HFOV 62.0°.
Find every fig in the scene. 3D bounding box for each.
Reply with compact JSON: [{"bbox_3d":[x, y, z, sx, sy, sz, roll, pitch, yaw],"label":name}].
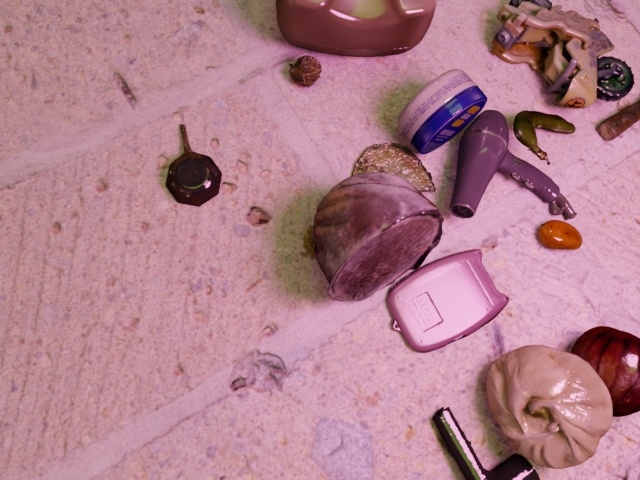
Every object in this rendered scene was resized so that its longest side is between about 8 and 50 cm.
[{"bbox_3d":[0.661,0.328,1.201,0.203,0.186,0.250,26,80,-20],"label":"fig"}]

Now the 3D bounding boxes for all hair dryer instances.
[{"bbox_3d":[0.497,-0.137,1.340,0.361,0.121,0.301,27,66,-8],"label":"hair dryer"},{"bbox_3d":[0.333,0.480,1.162,0.197,0.089,0.251,-28,74,-14],"label":"hair dryer"}]

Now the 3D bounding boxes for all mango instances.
[{"bbox_3d":[0.607,-0.010,1.343,0.114,0.060,0.080,19,59,-1],"label":"mango"}]

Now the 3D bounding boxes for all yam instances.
[{"bbox_3d":[0.876,-0.356,1.479,0.253,0.061,0.061,-32,81,-16],"label":"yam"}]

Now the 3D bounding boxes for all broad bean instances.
[{"bbox_3d":[0.567,-0.283,1.370,0.144,0.049,0.292,43,43,10],"label":"broad bean"}]

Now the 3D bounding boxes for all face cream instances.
[{"bbox_3d":[0.294,-0.316,1.305,0.206,0.206,0.111,-34,81,-15],"label":"face cream"}]

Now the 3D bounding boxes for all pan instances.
[{"bbox_3d":[-0.323,-0.180,1.261,0.128,0.048,0.202,-36,82,-15],"label":"pan"}]

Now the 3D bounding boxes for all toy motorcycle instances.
[{"bbox_3d":[0.639,-0.506,1.434,0.237,0.169,0.410,-37,77,-22],"label":"toy motorcycle"}]

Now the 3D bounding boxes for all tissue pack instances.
[{"bbox_3d":[0.081,-0.605,1.329,0.387,0.277,0.267,1,82,-7],"label":"tissue pack"}]

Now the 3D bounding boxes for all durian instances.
[{"bbox_3d":[-0.041,-0.435,1.359,0.091,0.080,0.080,31,72,14],"label":"durian"}]

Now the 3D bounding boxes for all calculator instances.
[{"bbox_3d":[0.299,0.141,1.266,0.294,0.043,0.194,-25,80,-13],"label":"calculator"}]

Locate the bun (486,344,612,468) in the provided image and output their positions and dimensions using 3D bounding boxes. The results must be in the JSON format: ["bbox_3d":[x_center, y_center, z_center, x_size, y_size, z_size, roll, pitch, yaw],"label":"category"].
[{"bbox_3d":[0.482,0.349,1.131,0.259,0.160,0.259,-4,80,23],"label":"bun"}]

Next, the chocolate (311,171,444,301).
[{"bbox_3d":[0.098,-0.031,1.182,0.303,0.303,0.213,-26,63,-14],"label":"chocolate"}]

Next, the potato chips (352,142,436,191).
[{"bbox_3d":[0.171,-0.145,1.337,0.202,0.029,0.220,42,71,5],"label":"potato chips"}]

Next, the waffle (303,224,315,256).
[{"bbox_3d":[-0.002,0.000,1.275,0.078,0.016,0.085,25,72,3],"label":"waffle"}]
